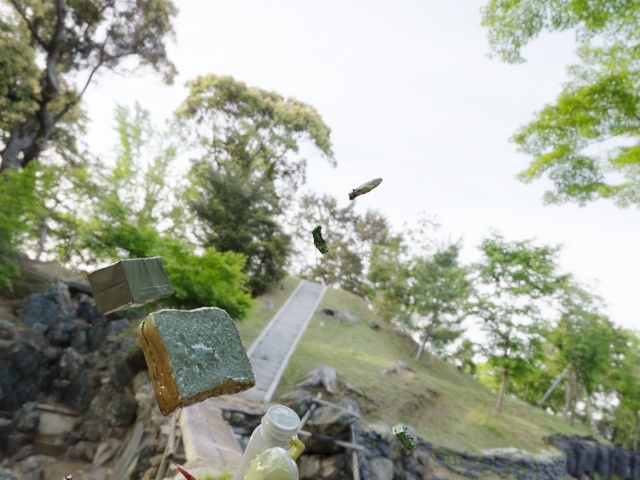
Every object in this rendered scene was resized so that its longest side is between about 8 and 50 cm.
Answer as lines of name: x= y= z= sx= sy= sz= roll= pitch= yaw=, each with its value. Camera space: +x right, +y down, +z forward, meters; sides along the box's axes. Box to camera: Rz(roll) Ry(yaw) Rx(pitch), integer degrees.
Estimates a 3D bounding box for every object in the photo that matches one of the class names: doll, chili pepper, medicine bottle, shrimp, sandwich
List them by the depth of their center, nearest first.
shrimp: x=0.079 y=-0.098 z=0.975 sx=0.083 sy=0.114 sz=0.023 roll=-29 pitch=-89 yaw=46
doll: x=-0.166 y=0.614 z=1.213 sx=0.296 sy=0.117 sz=0.141 roll=-24 pitch=-19 yaw=-22
sandwich: x=-0.337 y=0.313 z=1.323 sx=0.099 sy=0.271 sz=0.301 roll=-34 pitch=-21 yaw=27
chili pepper: x=-0.001 y=-0.001 z=1.336 sx=0.034 sy=0.091 sz=0.030 roll=-4 pitch=19 yaw=46
medicine bottle: x=-0.173 y=0.689 z=1.523 sx=0.124 sy=0.324 sz=0.179 roll=31 pitch=17 yaw=31
chili pepper: x=-0.448 y=0.843 z=1.668 sx=0.178 sy=0.027 sz=0.045 roll=40 pitch=-44 yaw=12

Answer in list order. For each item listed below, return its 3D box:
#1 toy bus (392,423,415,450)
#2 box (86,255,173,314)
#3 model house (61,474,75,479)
toy bus: x=0.238 y=0.558 z=1.347 sx=0.037 sy=0.031 sz=0.083 roll=-26 pitch=-67 yaw=13
box: x=-0.656 y=0.155 z=1.664 sx=0.149 sy=0.155 sz=0.231 roll=-22 pitch=-4 yaw=15
model house: x=-0.473 y=0.722 z=1.012 sx=0.282 sy=0.317 sz=0.297 roll=-5 pitch=-46 yaw=32
